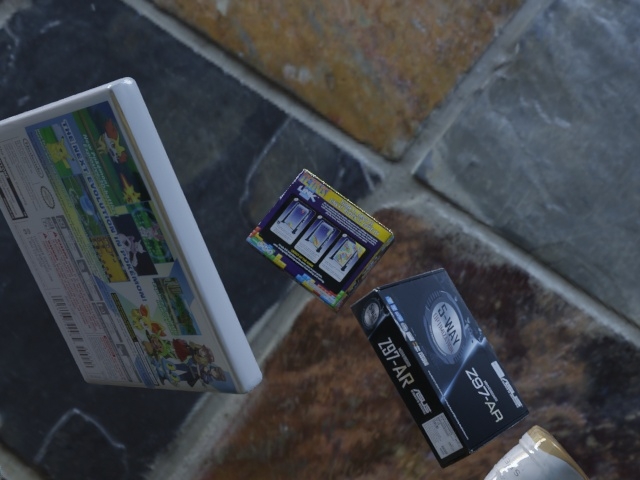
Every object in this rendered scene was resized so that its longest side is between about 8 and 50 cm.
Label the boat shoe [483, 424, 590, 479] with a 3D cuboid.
[{"bbox_3d":[0.250,0.300,0.845,0.096,0.098,0.277,-39,93,2],"label":"boat shoe"}]

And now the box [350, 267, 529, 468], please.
[{"bbox_3d":[0.057,0.057,0.430,0.067,0.018,0.083,-10,66,-54],"label":"box"}]

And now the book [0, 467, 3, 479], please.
[{"bbox_3d":[-0.356,0.160,0.858,0.144,0.096,0.035,34,48,24],"label":"book"}]

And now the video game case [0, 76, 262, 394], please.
[{"bbox_3d":[-0.227,0.011,0.980,0.036,0.300,0.329,-35,111,-41],"label":"video game case"}]

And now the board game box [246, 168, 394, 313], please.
[{"bbox_3d":[0.000,0.000,1.352,0.170,0.048,0.141,38,82,16],"label":"board game box"}]
